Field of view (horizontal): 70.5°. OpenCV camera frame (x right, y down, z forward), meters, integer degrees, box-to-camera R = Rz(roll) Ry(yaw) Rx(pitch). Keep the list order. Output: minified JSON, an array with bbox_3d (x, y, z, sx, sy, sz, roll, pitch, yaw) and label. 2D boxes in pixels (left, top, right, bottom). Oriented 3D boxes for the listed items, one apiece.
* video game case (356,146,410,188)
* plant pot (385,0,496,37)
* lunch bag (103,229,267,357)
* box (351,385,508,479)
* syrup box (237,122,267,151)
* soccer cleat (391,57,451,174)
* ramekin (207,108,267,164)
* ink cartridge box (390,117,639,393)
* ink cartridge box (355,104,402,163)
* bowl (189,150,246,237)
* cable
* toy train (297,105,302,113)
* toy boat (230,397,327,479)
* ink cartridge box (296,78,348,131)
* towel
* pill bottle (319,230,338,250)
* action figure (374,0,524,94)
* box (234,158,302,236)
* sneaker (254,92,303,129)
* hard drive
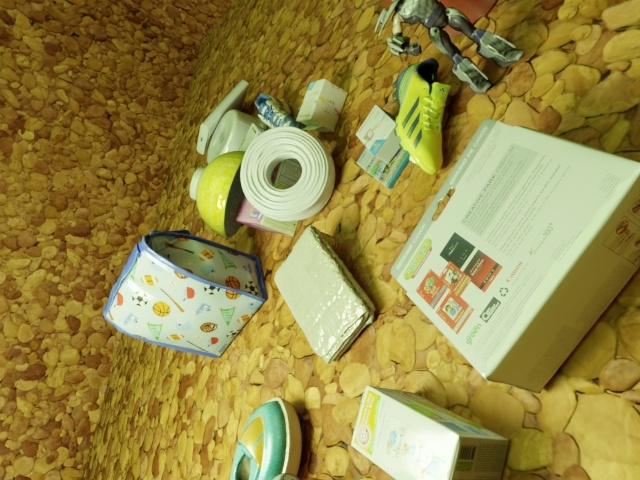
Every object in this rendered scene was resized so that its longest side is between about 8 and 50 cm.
[{"bbox_3d":[0.155,-0.206,1.083,0.119,0.015,0.166,-59,33,15],"label":"video game case"},{"bbox_3d":[0.232,-0.586,0.948,0.272,0.265,0.272,-34,46,43],"label":"plant pot"},{"bbox_3d":[-0.416,0.155,1.386,0.328,0.385,0.239,-53,36,25],"label":"lunch bag"},{"bbox_3d":[0.158,0.309,0.692,0.203,0.114,0.103,7,79,58],"label":"box"},{"bbox_3d":[-0.255,-0.301,1.676,0.237,0.093,0.096,-59,33,16],"label":"syrup box"},{"bbox_3d":[0.222,-0.271,0.950,0.121,0.093,0.289,-29,50,37],"label":"soccer cleat"},{"bbox_3d":[-0.342,-0.387,1.818,0.277,0.135,0.277,-32,47,43],"label":"ramekin"},{"bbox_3d":[0.281,0.006,0.667,0.309,0.130,0.272,-60,32,14],"label":"ink cartridge box"},{"bbox_3d":[0.144,-0.250,1.062,0.088,0.052,0.122,-55,34,22],"label":"ink cartridge box"},{"bbox_3d":[-0.327,-0.165,1.472,0.289,0.156,0.289,17,-90,-86],"label":"bowl"},{"bbox_3d":[-0.089,-0.182,1.233,0.089,0.257,0.257,37,-116,-77],"label":"cable"},{"bbox_3d":[-0.029,-0.441,1.480,0.158,0.027,0.036,1,70,56],"label":"toy train"},{"bbox_3d":[-0.101,0.479,0.952,0.318,0.148,0.267,-6,67,55],"label":"toy boat"},{"bbox_3d":[0.001,-0.389,1.347,0.092,0.090,0.143,21,91,58],"label":"ink cartridge box"},{"bbox_3d":[0.001,0.119,1.039,0.187,0.049,0.282,-54,52,27],"label":"towel"},{"bbox_3d":[0.000,0.000,1.133,0.043,0.083,0.043,-32,48,44],"label":"pill bottle"},{"bbox_3d":[0.226,-0.400,0.833,0.185,0.285,0.099,-50,14,25],"label":"action figure"},{"bbox_3d":[-0.143,-0.150,1.402,0.213,0.117,0.243,12,82,58],"label":"box"},{"bbox_3d":[-0.154,-0.411,1.556,0.112,0.131,0.296,-54,36,19],"label":"sneaker"},{"bbox_3d":[-0.421,-0.530,1.949,0.307,0.040,0.203,-60,6,-29],"label":"hard drive"}]
